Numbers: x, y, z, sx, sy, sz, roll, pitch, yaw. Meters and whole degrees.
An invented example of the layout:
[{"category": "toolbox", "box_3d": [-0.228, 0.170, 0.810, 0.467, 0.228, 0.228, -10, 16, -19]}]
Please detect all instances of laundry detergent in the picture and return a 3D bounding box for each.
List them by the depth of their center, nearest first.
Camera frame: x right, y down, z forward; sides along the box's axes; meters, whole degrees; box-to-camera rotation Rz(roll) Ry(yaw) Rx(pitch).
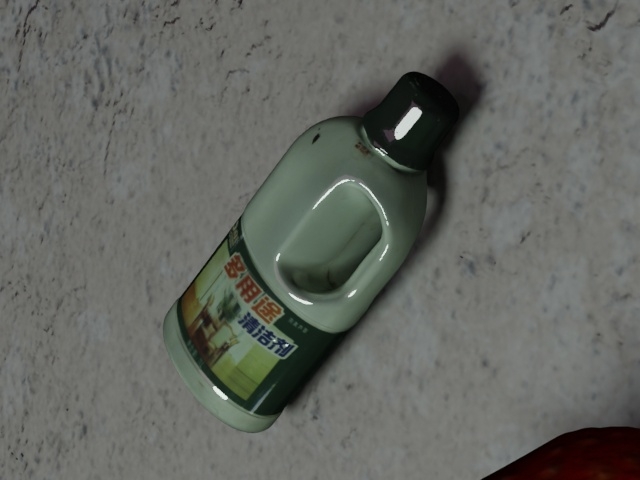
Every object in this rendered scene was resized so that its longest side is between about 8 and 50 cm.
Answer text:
[{"category": "laundry detergent", "box_3d": [0.000, 0.000, 0.917, 0.226, 0.070, 0.099, -51, 47, 27]}]

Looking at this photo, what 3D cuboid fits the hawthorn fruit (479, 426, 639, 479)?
[{"category": "hawthorn fruit", "box_3d": [0.125, 0.179, 0.705, 0.249, 0.215, 0.215, 38, 113, 46]}]
